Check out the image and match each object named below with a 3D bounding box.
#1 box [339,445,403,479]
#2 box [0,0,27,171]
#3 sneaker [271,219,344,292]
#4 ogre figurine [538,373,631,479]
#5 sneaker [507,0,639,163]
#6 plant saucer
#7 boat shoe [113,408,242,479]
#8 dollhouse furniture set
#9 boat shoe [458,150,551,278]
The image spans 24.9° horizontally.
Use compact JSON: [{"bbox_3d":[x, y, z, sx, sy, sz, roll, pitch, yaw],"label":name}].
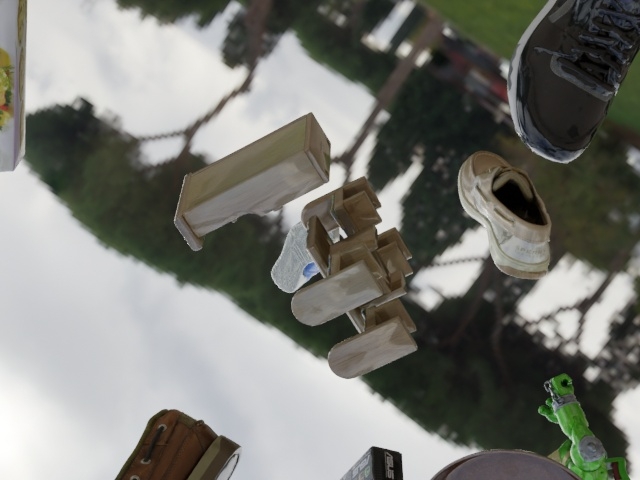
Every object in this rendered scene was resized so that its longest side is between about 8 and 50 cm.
[{"bbox_3d":[0.033,0.348,1.573,0.045,0.190,0.184,15,-133,-22],"label":"box"},{"bbox_3d":[-0.329,-0.230,1.449,0.063,0.324,0.067,4,-160,-4],"label":"box"},{"bbox_3d":[-0.001,-0.001,1.768,0.058,0.152,0.084,43,-129,9],"label":"sneaker"},{"bbox_3d":[0.314,0.266,1.745,0.097,0.197,0.118,1,-151,-14],"label":"ogre figurine"},{"bbox_3d":[0.267,-0.213,1.377,0.107,0.283,0.124,25,164,-10],"label":"sneaker"},{"bbox_3d":[0.167,0.245,1.261,0.168,0.168,0.029,34,-152,-6],"label":"plant saucer"},{"bbox_3d":[-0.206,0.307,1.477,0.104,0.110,0.307,30,-124,12],"label":"boat shoe"},{"bbox_3d":[-0.021,0.014,1.546,0.242,0.161,0.212,58,-165,-23],"label":"dollhouse furniture set"},{"bbox_3d":[0.279,-0.062,2.139,0.109,0.098,0.302,4,-148,-11],"label":"boat shoe"}]
